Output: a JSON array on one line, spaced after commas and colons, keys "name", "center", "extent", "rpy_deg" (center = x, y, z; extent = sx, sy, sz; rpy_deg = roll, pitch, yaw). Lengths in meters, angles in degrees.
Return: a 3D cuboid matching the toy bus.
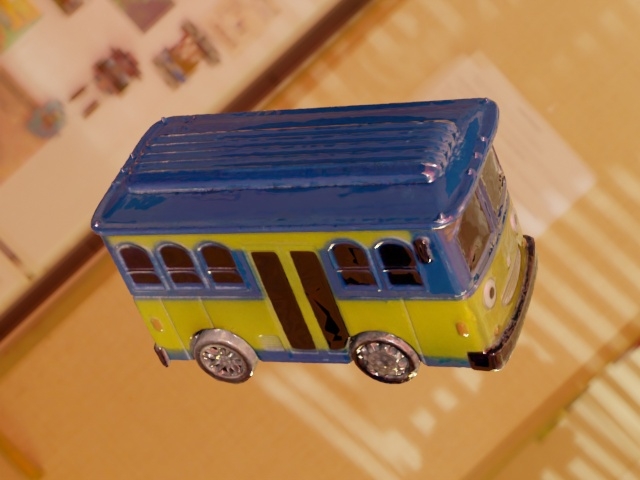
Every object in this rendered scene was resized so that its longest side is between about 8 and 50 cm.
[{"name": "toy bus", "center": [0.000, 0.000, 1.037], "extent": [0.287, 0.138, 0.175], "rpy_deg": [-1, -49, 25]}]
